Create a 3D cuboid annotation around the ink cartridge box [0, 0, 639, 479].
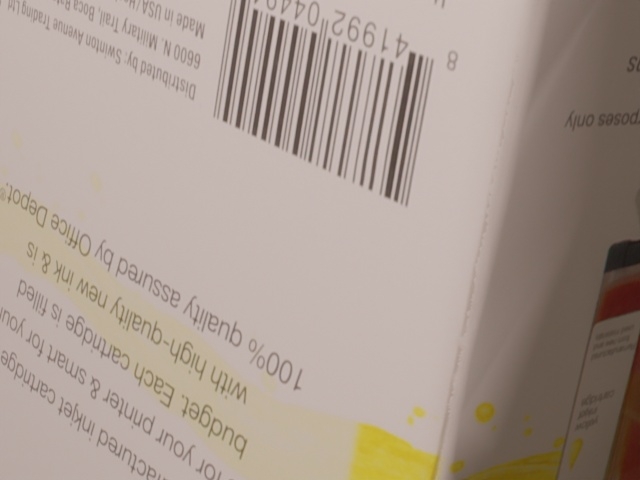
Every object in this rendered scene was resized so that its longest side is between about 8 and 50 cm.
[{"bbox_3d":[0.000,0.000,0.550,0.160,0.384,0.279,-6,24,-41],"label":"ink cartridge box"}]
